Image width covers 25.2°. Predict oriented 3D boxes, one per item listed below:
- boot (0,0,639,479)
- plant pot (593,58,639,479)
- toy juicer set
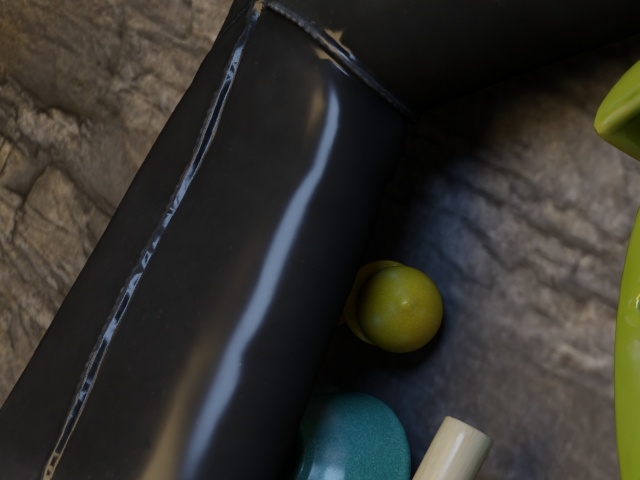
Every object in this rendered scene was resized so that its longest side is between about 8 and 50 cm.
[{"bbox_3d":[-0.001,0.000,0.774,0.367,0.146,0.445,5,63,58],"label":"boot"},{"bbox_3d":[0.246,-0.001,0.524,0.228,0.227,0.207,-36,46,37],"label":"plant pot"},{"bbox_3d":[0.020,0.123,0.855,0.209,0.089,0.329,-49,37,7],"label":"toy juicer set"}]
